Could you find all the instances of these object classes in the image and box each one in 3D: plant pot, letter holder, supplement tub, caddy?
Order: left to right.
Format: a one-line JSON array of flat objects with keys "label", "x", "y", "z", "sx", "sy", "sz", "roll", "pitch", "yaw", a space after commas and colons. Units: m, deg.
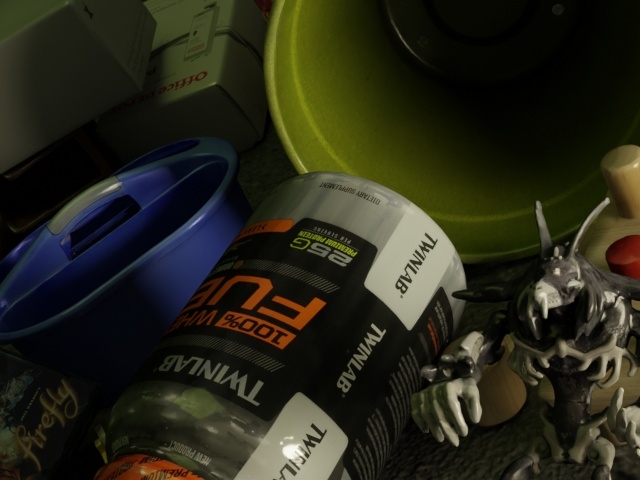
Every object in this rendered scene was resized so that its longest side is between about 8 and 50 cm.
[{"label": "letter holder", "x": -0.399, "y": -0.088, "z": 1.726, "sx": 0.214, "sy": 0.152, "sz": 0.302, "roll": -35, "pitch": 29, "yaw": -2}, {"label": "caddy", "x": -0.219, "y": 0.019, "z": 1.359, "sx": 0.341, "sy": 0.179, "sz": 0.241, "roll": -37, "pitch": 30, "yaw": -10}, {"label": "supplement tub", "x": -0.033, "y": 0.121, "z": 0.993, "sx": 0.207, "sy": 0.207, "sz": 0.338, "roll": -5, "pitch": 39, "yaw": 39}, {"label": "plant pot", "x": 0.153, "y": -0.217, "z": 1.235, "sx": 0.366, "sy": 0.367, "sz": 0.353, "roll": -22, "pitch": 19, "yaw": 18}]

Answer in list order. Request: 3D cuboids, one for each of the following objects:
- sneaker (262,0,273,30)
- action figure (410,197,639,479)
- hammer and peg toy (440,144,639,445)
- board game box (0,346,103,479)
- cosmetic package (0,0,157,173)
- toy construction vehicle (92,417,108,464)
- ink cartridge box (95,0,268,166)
[{"label": "sneaker", "x": 0.006, "y": -0.220, "z": 1.624, "sx": 0.087, "sy": 0.128, "sz": 0.221, "roll": -27, "pitch": 59, "yaw": -18}, {"label": "action figure", "x": 0.152, "y": 0.110, "z": 0.776, "sx": 0.164, "sy": 0.276, "sz": 0.141, "roll": -2, "pitch": -1, "yaw": 22}, {"label": "hammer and peg toy", "x": 0.263, "y": 0.026, "z": 0.935, "sx": 0.361, "sy": 0.127, "sz": 0.266, "roll": -8, "pitch": 37, "yaw": 36}, {"label": "board game box", "x": -0.334, "y": 0.219, "z": 1.171, "sx": 0.165, "sy": 0.042, "sz": 0.243, "roll": 19, "pitch": 57, "yaw": 6}, {"label": "cosmetic package", "x": -0.416, "y": -0.208, "z": 1.613, "sx": 0.385, "sy": 0.156, "sz": 0.217, "roll": -25, "pitch": 31, "yaw": 17}, {"label": "toy construction vehicle", "x": -0.181, "y": 0.187, "z": 1.211, "sx": 0.086, "sy": 0.035, "sz": 0.098, "roll": -34, "pitch": 29, "yaw": -4}, {"label": "ink cartridge box", "x": -0.179, "y": -0.238, "z": 1.726, "sx": 0.207, "sy": 0.117, "sz": 0.283, "roll": -18, "pitch": 42, "yaw": 23}]
